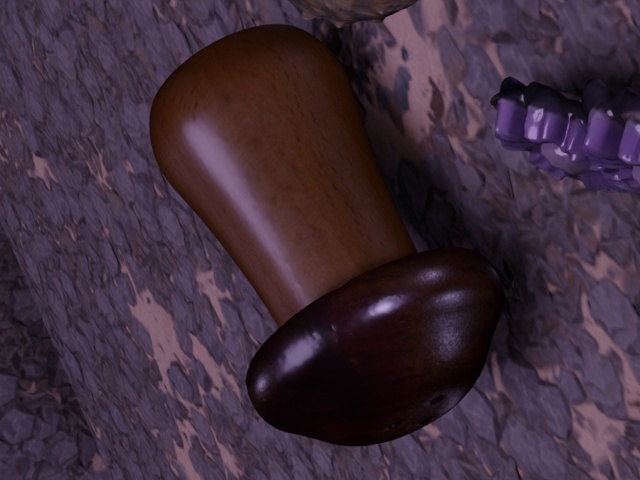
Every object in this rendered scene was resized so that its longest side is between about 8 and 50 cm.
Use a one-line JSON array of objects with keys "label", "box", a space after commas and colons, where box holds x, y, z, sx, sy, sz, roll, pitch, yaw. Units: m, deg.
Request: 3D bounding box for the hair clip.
[{"label": "hair clip", "box": [0.174, -0.058, 0.938, 0.106, 0.084, 0.292, 26, 174, -27]}]

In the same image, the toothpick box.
[{"label": "toothpick box", "box": [0.000, 0.000, 1.215, 0.294, 0.192, 0.192, 61, 156, 20]}]

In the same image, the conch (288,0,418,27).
[{"label": "conch", "box": [0.028, -0.218, 1.007, 0.155, 0.130, 0.207, 49, 140, 2]}]
